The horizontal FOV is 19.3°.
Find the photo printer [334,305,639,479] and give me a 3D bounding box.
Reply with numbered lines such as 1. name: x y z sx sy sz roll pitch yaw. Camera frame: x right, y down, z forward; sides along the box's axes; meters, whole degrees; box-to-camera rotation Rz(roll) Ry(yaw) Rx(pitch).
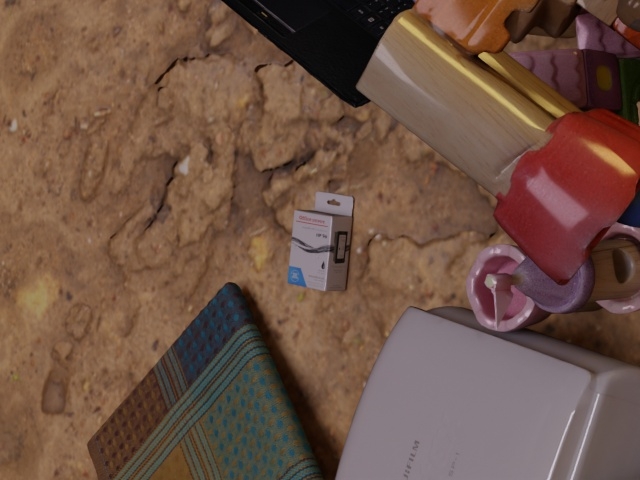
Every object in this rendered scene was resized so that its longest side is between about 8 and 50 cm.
1. photo printer: 0.118 0.187 1.435 0.307 0.107 0.256 19 92 61

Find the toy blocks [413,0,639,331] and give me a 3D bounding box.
1. toy blocks: 0.204 -0.088 1.307 0.309 0.260 0.289 -8 85 43

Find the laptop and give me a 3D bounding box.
1. laptop: 0.053 -0.272 1.529 0.234 0.264 0.136 42 154 35

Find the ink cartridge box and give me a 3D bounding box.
1. ink cartridge box: 0.000 0.000 1.656 0.048 0.028 0.083 10 97 42

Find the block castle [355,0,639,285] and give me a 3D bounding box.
1. block castle: 0.244 -0.190 1.054 0.213 0.303 0.453 38 100 6

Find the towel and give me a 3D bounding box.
1. towel: -0.086 0.261 1.704 0.271 0.040 0.370 -47 51 32
